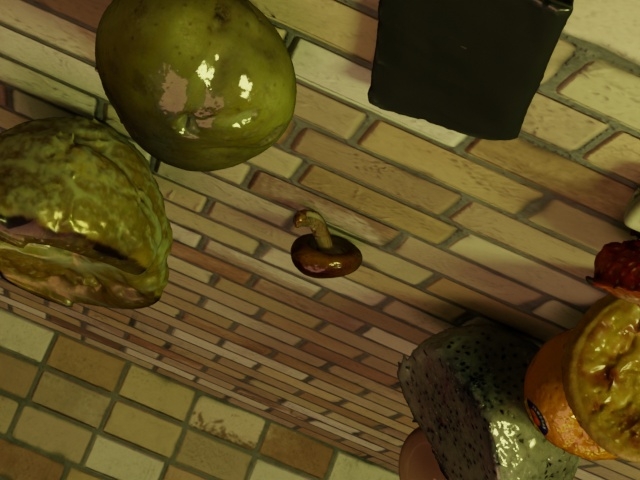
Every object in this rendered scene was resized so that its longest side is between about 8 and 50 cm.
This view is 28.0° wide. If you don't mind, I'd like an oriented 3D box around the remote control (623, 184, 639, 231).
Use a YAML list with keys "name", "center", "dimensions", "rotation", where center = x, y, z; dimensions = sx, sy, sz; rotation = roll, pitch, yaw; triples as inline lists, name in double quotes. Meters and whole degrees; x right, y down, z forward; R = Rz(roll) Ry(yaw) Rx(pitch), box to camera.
- name: "remote control"
  center: [0.393, 0.006, 1.168]
  dimensions: [0.230, 0.049, 0.090]
  rotation: [23, 162, 2]

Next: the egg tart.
- name: "egg tart"
  center: [0.379, 0.153, 1.430]
  dimensions: [0.202, 0.202, 0.147]
  rotation: [14, 173, 25]

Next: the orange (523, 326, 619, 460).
- name: "orange"
  center: [0.344, 0.189, 1.602]
  dimensions: [0.177, 0.155, 0.177]
  rotation: [18, 126, 27]

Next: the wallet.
- name: "wallet"
  center: [0.113, -0.154, 1.052]
  dimensions: [0.146, 0.030, 0.285]
  rotation: [17, 164, 5]

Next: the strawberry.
- name: "strawberry"
  center: [0.336, 0.040, 1.240]
  dimensions: [0.121, 0.082, 0.188]
  rotation: [31, 179, -10]

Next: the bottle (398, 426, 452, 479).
- name: "bottle"
  center: [0.266, 0.326, 1.999]
  dimensions: [0.297, 0.173, 0.206]
  rotation: [-12, -147, -41]

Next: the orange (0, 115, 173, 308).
- name: "orange"
  center: [-0.314, -0.042, 1.625]
  dimensions: [0.271, 0.210, 0.368]
  rotation: [18, 162, 6]

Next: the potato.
- name: "potato"
  center: [-0.115, -0.147, 1.162]
  dimensions: [0.197, 0.148, 0.228]
  rotation: [42, 161, -15]

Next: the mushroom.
- name: "mushroom"
  center: [-0.007, 0.009, 1.645]
  dimensions: [0.129, 0.073, 0.088]
  rotation: [41, -175, -42]

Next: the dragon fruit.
- name: "dragon fruit"
  center: [0.261, 0.228, 1.778]
  dimensions: [0.283, 0.204, 0.221]
  rotation: [59, 156, 32]
